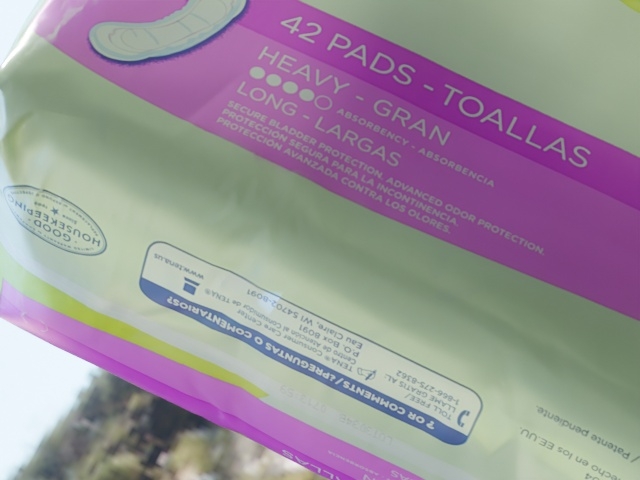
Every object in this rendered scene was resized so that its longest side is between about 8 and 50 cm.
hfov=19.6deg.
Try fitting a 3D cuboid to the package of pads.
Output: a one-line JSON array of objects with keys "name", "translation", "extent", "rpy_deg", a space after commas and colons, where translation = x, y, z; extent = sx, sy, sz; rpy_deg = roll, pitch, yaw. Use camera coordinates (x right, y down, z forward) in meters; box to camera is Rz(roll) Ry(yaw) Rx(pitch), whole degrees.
[{"name": "package of pads", "translation": [0.058, -0.061, 0.535], "extent": [0.296, 0.229, 0.101], "rpy_deg": [-59, -9, -36]}]
